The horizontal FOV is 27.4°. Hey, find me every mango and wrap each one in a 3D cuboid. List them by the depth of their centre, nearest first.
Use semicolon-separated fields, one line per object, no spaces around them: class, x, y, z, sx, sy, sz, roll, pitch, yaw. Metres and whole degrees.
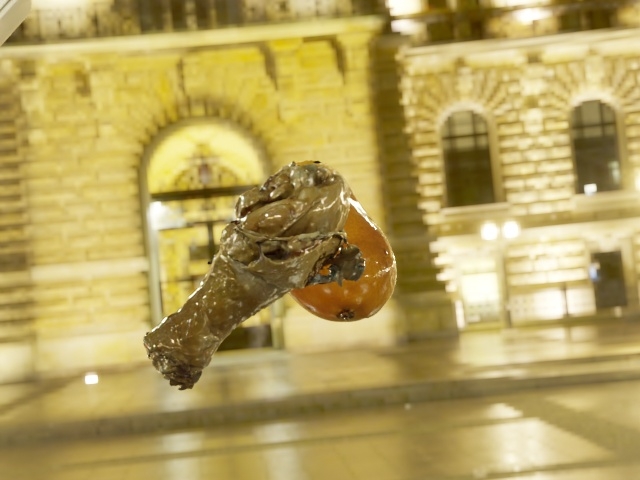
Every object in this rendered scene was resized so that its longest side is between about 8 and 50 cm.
mango;-0.001;0.004;1.124;0.105;0.159;0.084;-3;-47;-29

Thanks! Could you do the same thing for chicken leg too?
chicken leg;-0.048;0.025;0.977;0.196;0.080;0.125;-39;-34;-20

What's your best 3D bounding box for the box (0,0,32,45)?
box;-0.259;-0.137;0.763;0.130;0.129;0.051;37;-20;-3
